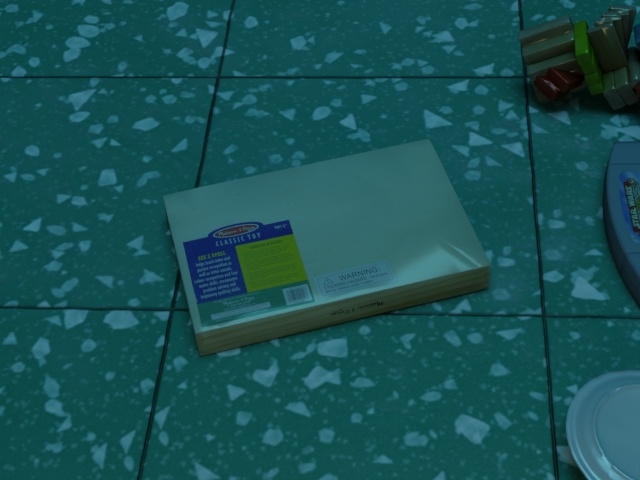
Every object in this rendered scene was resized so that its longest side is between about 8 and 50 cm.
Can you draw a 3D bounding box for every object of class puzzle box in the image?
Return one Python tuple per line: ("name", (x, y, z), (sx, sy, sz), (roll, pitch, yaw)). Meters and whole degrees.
("puzzle box", (0.000, 0.000, 1.670), (0.409, 0.052, 0.272), (-12, 47, -7))

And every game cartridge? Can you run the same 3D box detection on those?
("game cartridge", (0.497, -0.031, 1.664), (0.198, 0.062, 0.297), (2, 47, 0))

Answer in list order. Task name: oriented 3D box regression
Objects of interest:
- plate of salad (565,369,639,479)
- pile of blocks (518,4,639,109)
("plate of salad", (0.386, 0.242, 1.417), (0.200, 0.048, 0.199), (4, 51, -5))
("pile of blocks", (0.483, -0.263, 1.817), (0.362, 0.149, 0.112), (2, 47, 5))
